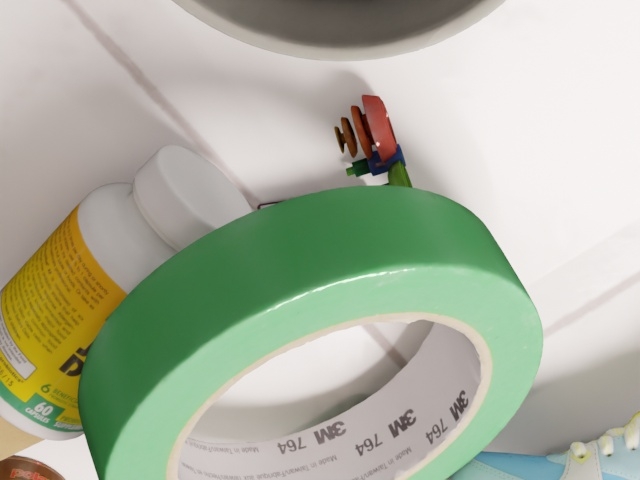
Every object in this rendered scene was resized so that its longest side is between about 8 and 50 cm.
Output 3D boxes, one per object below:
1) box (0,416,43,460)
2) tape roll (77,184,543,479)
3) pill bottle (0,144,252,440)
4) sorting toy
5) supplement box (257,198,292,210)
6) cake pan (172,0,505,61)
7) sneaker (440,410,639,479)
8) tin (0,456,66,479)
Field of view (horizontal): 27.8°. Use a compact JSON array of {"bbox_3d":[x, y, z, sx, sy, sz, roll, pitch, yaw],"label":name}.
[{"bbox_3d":[-0.329,0.110,0.991,0.164,0.021,0.201,-26,120,12],"label":"box"},{"bbox_3d":[-0.004,0.102,0.901,0.321,0.077,0.321,-16,142,-13],"label":"tape roll"},{"bbox_3d":[-0.143,0.035,0.899,0.117,0.118,0.208,37,112,-23],"label":"pill bottle"},{"bbox_3d":[0.037,-0.050,0.892,0.042,0.061,0.102,-18,98,8],"label":"sorting toy"},{"bbox_3d":[0.000,0.000,0.930,0.083,0.043,0.055,-10,123,3],"label":"supplement box"},{"bbox_3d":[0.004,-0.241,0.739,0.293,0.054,0.293,6,130,8],"label":"cake pan"},{"bbox_3d":[0.258,0.149,1.000,0.319,0.127,0.208,9,90,9],"label":"sneaker"},{"bbox_3d":[-0.275,0.259,1.080,0.106,0.040,0.190,22,118,-21],"label":"tin"}]
